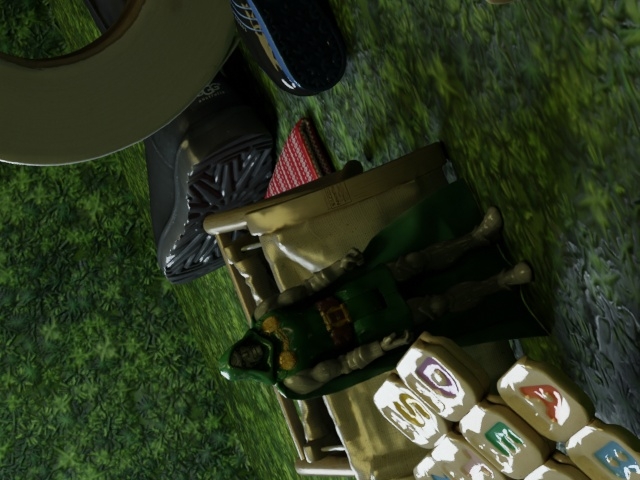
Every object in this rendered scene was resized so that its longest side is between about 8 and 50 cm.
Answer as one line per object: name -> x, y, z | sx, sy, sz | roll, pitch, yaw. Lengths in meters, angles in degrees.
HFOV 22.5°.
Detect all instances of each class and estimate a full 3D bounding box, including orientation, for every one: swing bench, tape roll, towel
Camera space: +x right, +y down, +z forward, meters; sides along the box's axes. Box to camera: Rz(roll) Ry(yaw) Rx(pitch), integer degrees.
swing bench -> 0.039, 0.069, 1.332 | 0.254, 0.165, 0.253 | -179, 67, -76
tape roll -> -0.258, -0.263, 1.482 | 0.392, 0.392, 0.072 | 70, 167, -13
towel -> 0.000, 0.000, 1.691 | 0.275, 0.031, 0.199 | 121, 128, -73

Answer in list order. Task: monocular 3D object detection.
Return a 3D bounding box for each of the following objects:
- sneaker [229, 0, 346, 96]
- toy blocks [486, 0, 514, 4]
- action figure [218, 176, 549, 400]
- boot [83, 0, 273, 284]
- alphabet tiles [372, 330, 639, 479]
sneaker -> -0.055, -0.230, 1.384 | 0.232, 0.081, 0.090 | 68, 161, -10
toy blocks -> 0.084, -0.219, 0.874 | 0.148, 0.054, 0.123 | 63, 167, 18
action figure -> 0.035, 0.050, 1.151 | 0.137, 0.232, 0.063 | 61, 166, 21
boot -> -0.212, -0.211, 1.921 | 0.445, 0.146, 0.367 | 58, 156, 20
alphabet tiles -> 0.156, 0.178, 1.073 | 0.284, 0.021, 0.278 | 42, 154, 6
